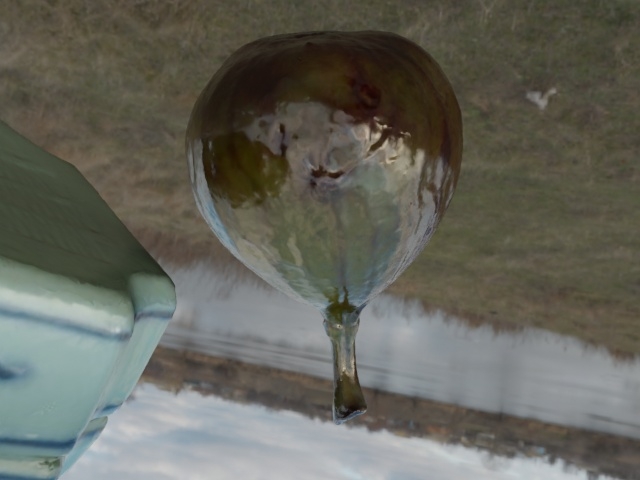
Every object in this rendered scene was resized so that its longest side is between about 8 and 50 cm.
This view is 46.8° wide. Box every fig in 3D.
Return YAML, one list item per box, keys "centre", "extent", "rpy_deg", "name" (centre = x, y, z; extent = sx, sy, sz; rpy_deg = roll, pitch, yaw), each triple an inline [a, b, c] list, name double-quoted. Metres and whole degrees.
- centre: [0.000, 0.000, 0.589]
  extent: [0.216, 0.321, 0.217]
  rpy_deg: [-1, -162, 0]
  name: "fig"

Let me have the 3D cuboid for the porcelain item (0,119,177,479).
- centre: [-0.247, 0.009, 0.380]
  extent: [0.285, 0.157, 0.281]
  rpy_deg: [26, -169, -46]
  name: "porcelain item"
